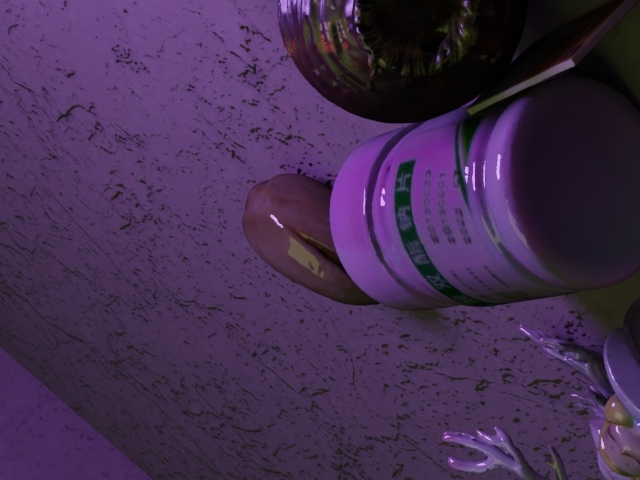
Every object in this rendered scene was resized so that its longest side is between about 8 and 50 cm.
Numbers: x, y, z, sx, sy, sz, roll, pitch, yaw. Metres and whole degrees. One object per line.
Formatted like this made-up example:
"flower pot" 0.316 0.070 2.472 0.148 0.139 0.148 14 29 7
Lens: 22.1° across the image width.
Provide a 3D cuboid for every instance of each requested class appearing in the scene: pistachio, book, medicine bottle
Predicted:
"pistachio" 0.000 0.000 2.092 0.226 0.136 0.136 35 151 7
"book" 0.219 -0.176 1.536 0.012 0.118 0.172 50 151 -10
"medicine bottle" 0.176 -0.039 1.683 0.212 0.212 0.325 55 151 -14

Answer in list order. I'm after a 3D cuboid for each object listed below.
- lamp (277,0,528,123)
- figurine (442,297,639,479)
"lamp" 0.080 -0.227 1.550 0.247 0.247 0.247 34 150 23
"figurine" 0.322 0.185 1.822 0.284 0.206 0.315 33 144 14
